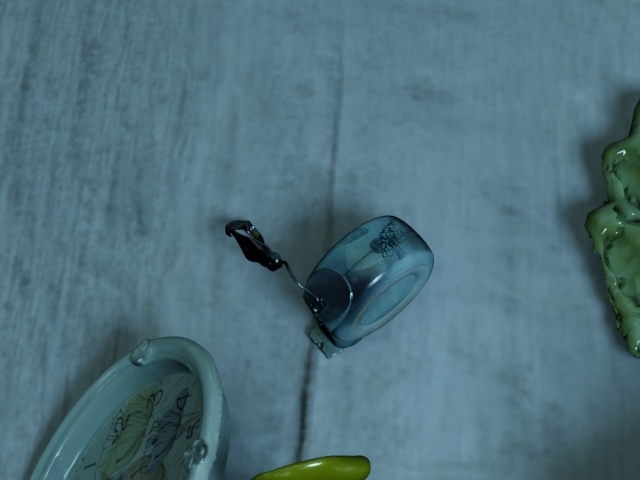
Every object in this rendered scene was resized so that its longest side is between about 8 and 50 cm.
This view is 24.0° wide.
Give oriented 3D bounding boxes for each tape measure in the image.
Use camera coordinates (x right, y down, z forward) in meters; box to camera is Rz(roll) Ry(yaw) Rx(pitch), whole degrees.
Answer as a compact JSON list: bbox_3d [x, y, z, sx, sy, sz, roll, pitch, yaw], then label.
[{"bbox_3d":[-0.002,-0.003,1.129,0.107,0.104,0.180,-40,54,-7],"label":"tape measure"}]

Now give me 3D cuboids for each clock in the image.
[{"bbox_3d":[-0.133,0.179,1.042,0.236,0.053,0.236,-38,33,31],"label":"clock"}]

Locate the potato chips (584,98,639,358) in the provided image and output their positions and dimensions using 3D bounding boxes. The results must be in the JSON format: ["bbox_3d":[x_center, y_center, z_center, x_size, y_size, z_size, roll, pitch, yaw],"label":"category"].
[{"bbox_3d":[0.386,0.011,1.019,0.358,0.070,0.429,-34,51,-3],"label":"potato chips"}]

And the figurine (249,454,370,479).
[{"bbox_3d":[0.078,0.301,0.885,0.283,0.204,0.338,-10,66,3],"label":"figurine"}]
